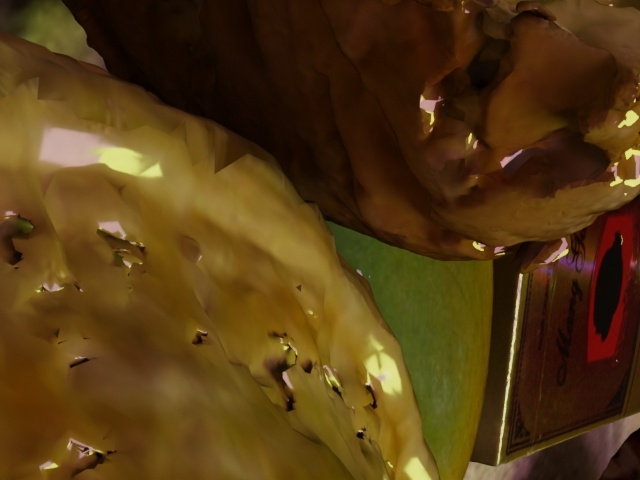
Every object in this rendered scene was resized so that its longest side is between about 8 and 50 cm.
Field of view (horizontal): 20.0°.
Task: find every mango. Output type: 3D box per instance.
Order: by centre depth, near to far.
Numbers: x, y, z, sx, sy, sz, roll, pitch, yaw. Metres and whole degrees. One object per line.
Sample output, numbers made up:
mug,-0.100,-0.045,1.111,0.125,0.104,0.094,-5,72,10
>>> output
mango,0.000,0.000,0.675,0.156,0.114,0.251,8,80,-46

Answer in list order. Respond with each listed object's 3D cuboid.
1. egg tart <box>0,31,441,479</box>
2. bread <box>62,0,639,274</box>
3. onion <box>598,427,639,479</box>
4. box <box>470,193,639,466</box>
egg tart,-0.097,0.173,0.439,0.443,0.178,0.443,-18,116,-41
bread,0.013,-0.097,0.549,0.160,0.260,0.147,-39,154,-36
onion,0.222,0.236,0.989,0.206,0.207,0.216,-54,147,-25
box,0.123,0.015,0.910,0.240,0.071,0.159,-5,106,-58
